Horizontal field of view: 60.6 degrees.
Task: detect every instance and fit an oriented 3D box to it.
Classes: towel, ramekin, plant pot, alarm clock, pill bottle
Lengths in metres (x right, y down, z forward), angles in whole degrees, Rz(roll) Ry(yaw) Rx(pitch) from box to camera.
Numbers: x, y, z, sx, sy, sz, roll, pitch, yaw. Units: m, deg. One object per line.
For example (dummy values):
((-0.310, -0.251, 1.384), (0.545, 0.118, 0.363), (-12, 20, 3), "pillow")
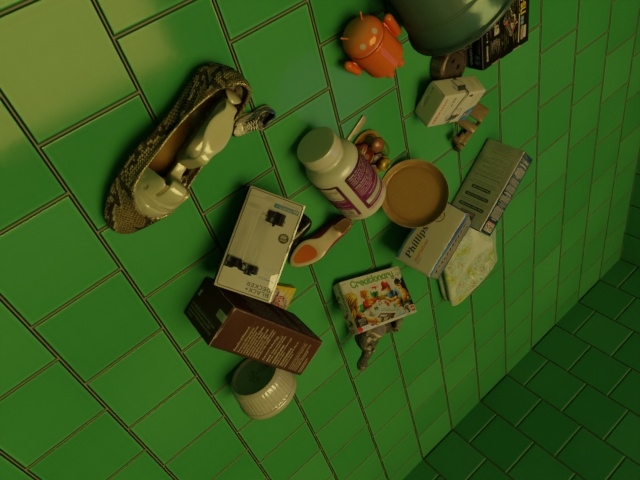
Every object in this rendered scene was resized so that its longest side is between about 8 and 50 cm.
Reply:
((0.643, 0.080, 2.401), (0.320, 0.090, 0.374), (-41, 136, -17), "towel")
((-0.194, 0.467, 1.793), (0.207, 0.207, 0.109), (-41, 125, -16), "ramekin")
((0.285, -0.726, 1.420), (0.334, 0.341, 0.341), (34, 90, -39), "plant pot")
((0.417, -0.565, 1.816), (0.129, 0.064, 0.192), (26, 99, -48), "alarm clock")
((0.322, -0.161, 1.890), (0.236, 0.236, 0.032), (-61, 176, 5), "plant pot")
((0.061, -0.200, 1.632), (0.169, 0.169, 0.301), (-52, 138, -4), "pill bottle")

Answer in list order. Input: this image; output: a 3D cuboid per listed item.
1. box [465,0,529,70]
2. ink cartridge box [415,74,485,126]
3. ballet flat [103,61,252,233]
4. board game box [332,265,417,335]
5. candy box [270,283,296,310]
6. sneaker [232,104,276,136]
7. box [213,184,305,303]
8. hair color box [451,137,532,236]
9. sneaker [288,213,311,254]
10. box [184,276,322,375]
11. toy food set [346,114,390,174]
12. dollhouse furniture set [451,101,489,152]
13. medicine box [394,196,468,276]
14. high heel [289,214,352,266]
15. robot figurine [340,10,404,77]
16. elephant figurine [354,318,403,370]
((0.592, -0.773, 1.835), (0.257, 0.079, 0.321), (-38, 135, -22), "box")
((0.431, -0.465, 1.828), (0.191, 0.082, 0.139), (-18, 154, -30), "ink cartridge box")
((-0.324, -0.197, 1.270), (0.482, 0.182, 0.164), (-55, 139, -1), "ballet flat")
((0.204, 0.218, 2.022), (0.305, 0.192, 0.053), (-13, 166, -38), "board game box")
((-0.162, 0.237, 1.802), (0.105, 0.027, 0.205), (12, 106, -47), "candy box")
((-0.173, -0.311, 1.430), (0.135, 0.058, 0.052), (-38, 135, -18), "sneaker")
((-0.169, 0.011, 1.518), (0.169, 0.087, 0.289), (21, 89, -12), "box")
((0.670, -0.211, 2.181), (0.105, 0.174, 0.347), (20, 100, -49), "hair color box")
((-0.139, 0.031, 1.652), (0.283, 0.107, 0.124), (-37, 139, -7), "sneaker")
((-0.194, 0.263, 1.643), (0.381, 0.191, 0.143), (33, 92, -42), "box")
((0.168, -0.279, 1.753), (0.128, 0.071, 0.218), (-51, 137, -6), "toy food set")
((0.511, -0.431, 2.008), (0.144, 0.123, 0.151), (-53, 173, -3), "dollhouse furniture set")
((0.425, -0.005, 2.033), (0.263, 0.149, 0.289), (-60, 162, 5), "medicine box")
((0.000, 0.000, 1.795), (0.244, 0.117, 0.082), (-43, 94, 3), "high heel")
((0.144, -0.539, 1.529), (0.219, 0.158, 0.128), (25, 62, -48), "robot figurine")
((0.191, 0.339, 2.083), (0.239, 0.186, 0.169), (-30, 155, -37), "elephant figurine")
